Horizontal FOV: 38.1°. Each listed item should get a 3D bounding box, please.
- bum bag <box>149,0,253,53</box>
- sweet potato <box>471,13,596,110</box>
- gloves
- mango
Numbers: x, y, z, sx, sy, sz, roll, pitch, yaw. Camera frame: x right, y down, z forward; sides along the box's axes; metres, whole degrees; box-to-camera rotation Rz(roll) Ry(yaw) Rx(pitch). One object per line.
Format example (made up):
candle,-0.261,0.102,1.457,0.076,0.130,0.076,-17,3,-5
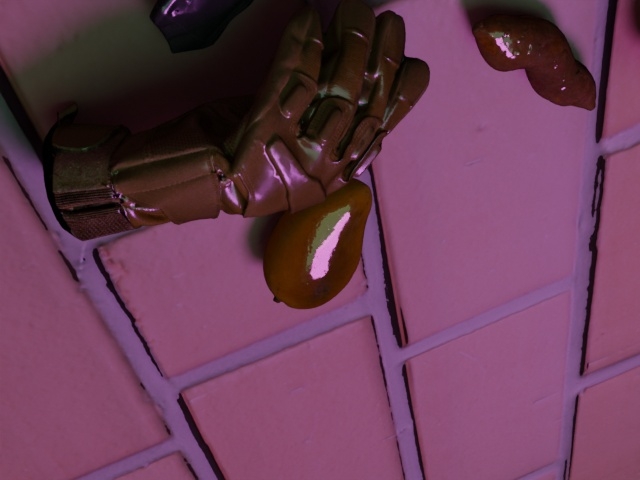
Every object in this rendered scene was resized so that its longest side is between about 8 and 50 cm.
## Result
bum bag,-0.061,-0.223,0.708,0.197,0.049,0.087,-46,161,20
sweet potato,0.221,-0.176,0.911,0.218,0.051,0.065,18,119,-42
gloves,-0.059,-0.085,0.774,0.331,0.141,0.154,-18,155,-4
mango,0.000,0.000,0.959,0.103,0.076,0.161,9,125,-30
